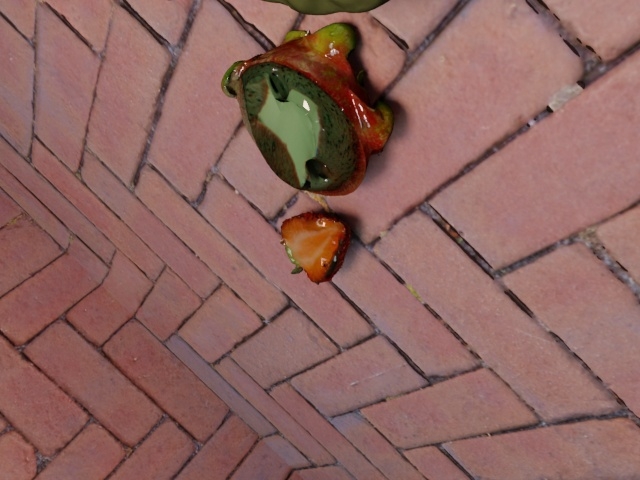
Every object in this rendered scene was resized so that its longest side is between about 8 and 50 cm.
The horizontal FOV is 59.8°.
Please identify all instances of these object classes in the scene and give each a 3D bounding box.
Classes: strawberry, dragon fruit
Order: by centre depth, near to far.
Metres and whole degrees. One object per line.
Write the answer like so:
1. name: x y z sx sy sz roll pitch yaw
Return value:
1. dragon fruit: -0.019 -0.183 0.845 0.268 0.130 0.295 33 143 20
2. strawberry: -0.002 0.001 1.037 0.140 0.085 0.192 34 138 23

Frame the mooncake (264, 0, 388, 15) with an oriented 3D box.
1. mooncake: 0.002 -0.401 0.560 0.351 0.187 0.352 22 137 22
